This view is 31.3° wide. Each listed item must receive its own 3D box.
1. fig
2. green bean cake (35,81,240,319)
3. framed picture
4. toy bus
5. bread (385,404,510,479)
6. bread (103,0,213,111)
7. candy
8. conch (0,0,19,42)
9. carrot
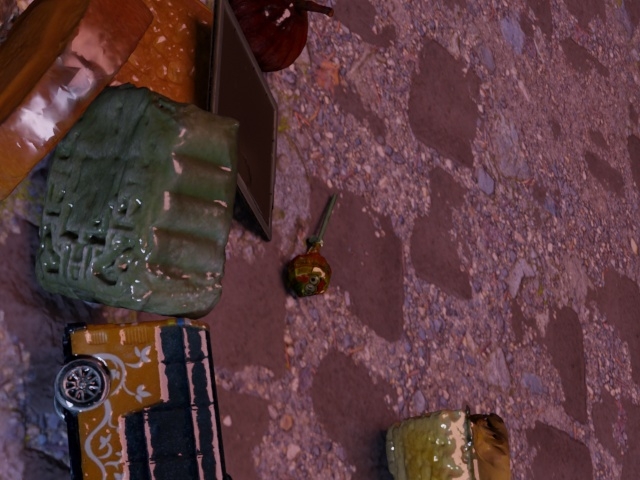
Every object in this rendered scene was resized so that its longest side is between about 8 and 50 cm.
[{"bbox_3d":[-0.067,-0.287,1.551,0.128,0.150,0.128,-11,113,-28],"label":"fig"},{"bbox_3d":[-0.192,-0.042,1.188,0.125,0.222,0.227,16,83,-43],"label":"green bean cake"},{"bbox_3d":[-0.096,-0.149,1.438,0.273,0.016,0.216,64,24,-60],"label":"framed picture"},{"bbox_3d":[-0.174,0.223,1.132,0.167,0.138,0.275,-3,74,-15],"label":"toy bus"},{"bbox_3d":[0.177,0.331,1.530,0.262,0.162,0.204,35,43,-66],"label":"bread"},{"bbox_3d":[-0.215,-0.218,1.368,0.210,0.099,0.235,26,50,-44],"label":"bread"},{"bbox_3d":[0.000,0.000,1.563,0.060,0.060,0.201,47,36,-25],"label":"candy"},{"bbox_3d":[-0.384,-0.258,1.127,0.178,0.163,0.245,8,53,-3],"label":"conch"},{"bbox_3d":[-0.271,-0.158,1.116,0.100,0.307,0.258,36,83,-21],"label":"carrot"}]
